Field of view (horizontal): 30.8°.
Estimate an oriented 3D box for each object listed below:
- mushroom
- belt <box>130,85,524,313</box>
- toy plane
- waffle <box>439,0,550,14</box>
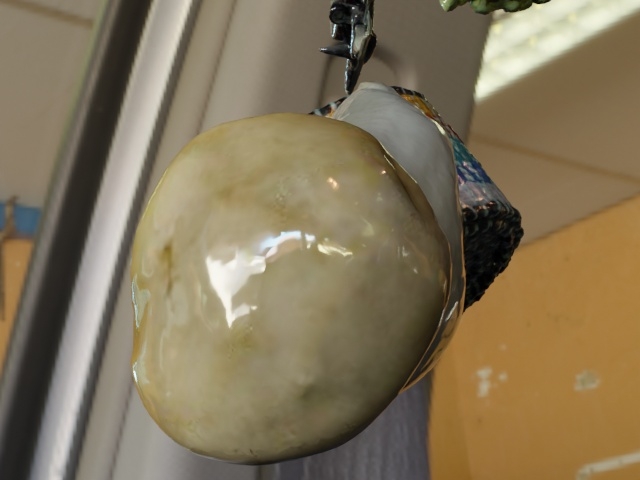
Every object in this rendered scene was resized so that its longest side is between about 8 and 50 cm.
[{"bbox_3d":[0.000,0.000,0.486,0.122,0.159,0.328,-12,-1,8],"label":"mushroom"},{"bbox_3d":[0.003,0.022,0.793,0.257,0.150,0.207,-40,-25,10],"label":"belt"},{"bbox_3d":[0.037,-0.266,1.403,0.088,0.192,0.262,6,-36,-12],"label":"toy plane"},{"bbox_3d":[0.181,-0.332,1.246,0.214,0.208,0.054,-9,-26,-25],"label":"waffle"}]
